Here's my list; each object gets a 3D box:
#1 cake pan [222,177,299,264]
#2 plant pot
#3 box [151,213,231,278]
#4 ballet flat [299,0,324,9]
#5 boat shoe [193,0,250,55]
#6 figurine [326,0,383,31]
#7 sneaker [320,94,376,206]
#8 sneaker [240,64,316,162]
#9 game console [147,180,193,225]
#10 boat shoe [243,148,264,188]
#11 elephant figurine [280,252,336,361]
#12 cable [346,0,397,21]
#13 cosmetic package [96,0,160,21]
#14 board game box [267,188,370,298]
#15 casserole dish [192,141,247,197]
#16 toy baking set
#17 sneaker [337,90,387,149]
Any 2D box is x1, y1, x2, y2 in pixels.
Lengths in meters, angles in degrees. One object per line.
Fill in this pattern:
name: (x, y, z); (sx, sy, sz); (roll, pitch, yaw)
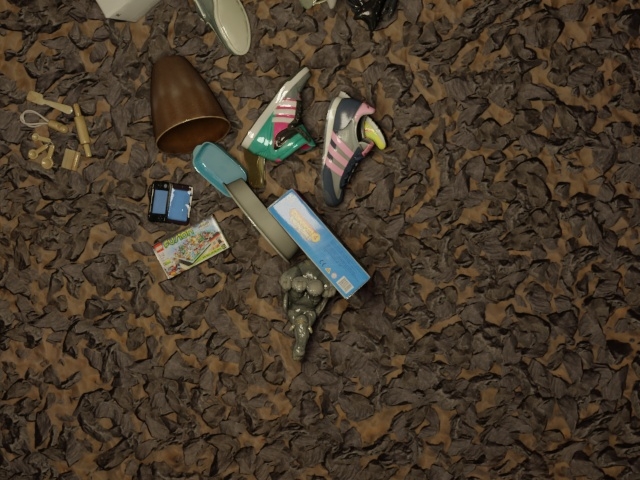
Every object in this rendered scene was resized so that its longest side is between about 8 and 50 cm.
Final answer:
cake pan: (-0.157, -0.060, 1.782); (0.054, 0.293, 0.293); (-40, 92, -1)
plant pot: (-0.392, -0.394, 1.828); (0.215, 0.215, 0.230); (-21, 78, 3)
box: (-0.383, 0.018, 1.922); (0.207, 0.036, 0.114); (-28, 92, 4)
ballet flat: (0.032, -0.738, 1.852); (0.213, 0.072, 0.068); (-34, 119, 4)
boat shoe: (-0.303, -0.674, 1.862); (0.099, 0.116, 0.319); (-16, 103, 46)
figurine: (0.105, -0.716, 1.780); (0.215, 0.092, 0.209); (25, 103, -10)
sneaker: (0.079, -0.236, 1.811); (0.131, 0.112, 0.318); (12, 116, 17)
sneaker: (-0.074, -0.340, 1.848); (0.178, 0.124, 0.295); (36, 84, -10)
game console: (-0.440, -0.109, 1.901); (0.071, 0.107, 0.122); (10, 94, 30)
boat shoe: (-0.189, -0.229, 1.900); (0.056, 0.048, 0.153); (-9, 87, 15)
elephant figurine: (-0.051, 0.188, 1.871); (0.169, 0.186, 0.239); (31, 129, 32)
cable: (0.156, -0.727, 1.856); (0.151, 0.047, 0.184); (16, 97, 6)
cosmetic package: (-0.579, -0.831, 1.791); (0.217, 0.156, 0.385); (-29, 94, 22)
board game box: (0.000, 0.000, 1.774); (0.086, 0.302, 0.308); (-41, 92, 4)
casserole dish: (-0.287, -0.210, 1.885); (0.188, 0.037, 0.114); (41, 124, -1)
toy baking set: (-0.786, -0.327, 1.917); (0.197, 0.030, 0.256); (-9, 93, 3)
sneaker: (0.108, -0.330, 1.868); (0.094, 0.081, 0.208); (-45, 86, 12)
